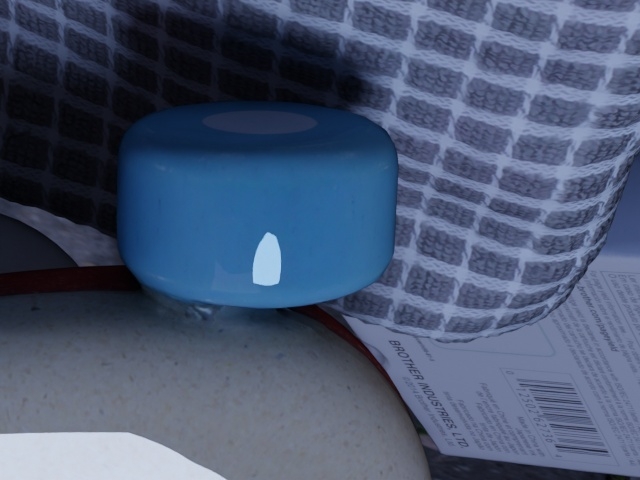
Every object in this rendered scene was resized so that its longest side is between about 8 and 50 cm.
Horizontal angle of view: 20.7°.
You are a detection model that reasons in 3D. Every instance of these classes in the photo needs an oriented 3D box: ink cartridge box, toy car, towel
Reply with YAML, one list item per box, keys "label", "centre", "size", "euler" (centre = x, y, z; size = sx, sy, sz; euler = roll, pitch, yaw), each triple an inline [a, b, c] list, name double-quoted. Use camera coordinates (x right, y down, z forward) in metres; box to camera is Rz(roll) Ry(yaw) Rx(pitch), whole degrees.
- label: "ink cartridge box"
  centre: [0.160, 0.035, 0.681]
  size: [0.311, 0.065, 0.186]
  euler: [5, 149, 31]
- label: "toy car"
  centre: [-0.092, 0.052, 0.539]
  size: [0.210, 0.219, 0.238]
  euler: [-1, -163, -14]
- label: "towel"
  centre: [-0.030, -0.088, 0.519]
  size: [0.284, 0.121, 0.235]
  euler: [19, 152, 3]
